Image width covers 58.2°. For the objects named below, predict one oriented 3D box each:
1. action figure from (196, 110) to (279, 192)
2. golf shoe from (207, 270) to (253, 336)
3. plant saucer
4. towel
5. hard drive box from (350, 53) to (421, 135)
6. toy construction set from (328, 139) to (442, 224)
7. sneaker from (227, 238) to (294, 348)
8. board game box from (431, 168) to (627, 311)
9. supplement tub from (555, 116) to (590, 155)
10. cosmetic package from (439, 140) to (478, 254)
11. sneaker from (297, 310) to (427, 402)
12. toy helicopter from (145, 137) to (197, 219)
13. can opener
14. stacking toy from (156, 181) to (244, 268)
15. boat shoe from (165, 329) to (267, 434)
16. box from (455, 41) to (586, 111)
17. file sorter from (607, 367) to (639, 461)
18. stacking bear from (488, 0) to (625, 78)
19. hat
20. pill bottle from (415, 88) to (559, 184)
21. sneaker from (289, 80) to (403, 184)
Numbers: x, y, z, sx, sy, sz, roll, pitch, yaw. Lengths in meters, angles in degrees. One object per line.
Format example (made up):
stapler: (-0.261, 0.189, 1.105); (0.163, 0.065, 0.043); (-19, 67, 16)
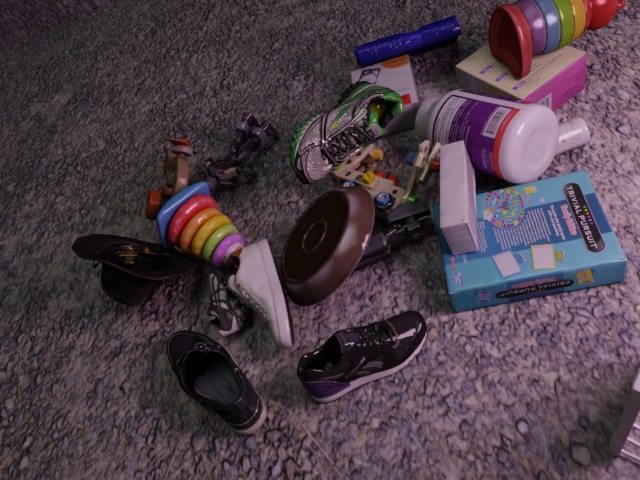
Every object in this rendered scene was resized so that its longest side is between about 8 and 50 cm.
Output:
action figure: (-0.250, -0.245, 1.707); (0.186, 0.099, 0.285); (25, 69, 29)
golf shoe: (-0.244, 0.150, 1.388); (0.094, 0.077, 0.198); (-39, 43, -3)
plant saucer: (0.000, 0.000, 1.322); (0.311, 0.050, 0.310); (-39, 33, 32)
towel: (0.256, -0.591, 1.710); (0.309, 0.076, 0.227); (-14, 8, 11)
hard drive box: (0.191, -0.412, 1.656); (0.181, 0.089, 0.232); (-15, 49, 13)
toy construction set: (0.153, -0.164, 1.440); (0.328, 0.151, 0.215); (13, 58, 44)
sneaker: (-0.141, 0.134, 1.320); (0.123, 0.105, 0.290); (-18, 51, -5)
board game box: (0.426, -0.001, 1.223); (0.337, 0.079, 0.253); (-12, 48, 13)
supplement tub: (0.572, -0.242, 1.366); (0.107, 0.071, 0.071); (-21, 48, 5)
cosmetic package: (0.294, -0.095, 1.234); (0.061, 0.098, 0.238); (-10, 48, 23)
sneaker: (0.086, 0.219, 1.155); (0.283, 0.124, 0.107); (-32, 48, -4)
toy helicopter: (-0.429, -0.208, 1.684); (0.140, 0.234, 0.355); (7, 22, -22)
can opener: (0.130, -0.003, 1.350); (0.284, 0.076, 0.095); (-22, 56, 7)
stacking toy: (-0.258, 0.006, 1.476); (0.302, 0.165, 0.175); (35, 60, 19)
boat shoe: (-0.252, 0.283, 1.255); (0.127, 0.113, 0.340); (-40, 48, -11)
box: (0.521, -0.428, 1.509); (0.214, 0.117, 0.243); (-37, 49, -9)
file sorter: (0.560, 0.232, 0.846); (0.173, 0.277, 0.192); (24, 65, 31)
stacking bear: (0.582, -0.541, 1.400); (0.289, 0.164, 0.175); (-21, 47, -2)
hat: (-0.480, 0.087, 1.467); (0.332, 0.331, 0.133); (21, 101, 35)
pill bottle: (0.382, -0.256, 1.368); (0.181, 0.181, 0.323); (-43, 40, -14)
sneaker: (0.061, -0.264, 1.381); (0.146, 0.134, 0.343); (22, 64, 47)
